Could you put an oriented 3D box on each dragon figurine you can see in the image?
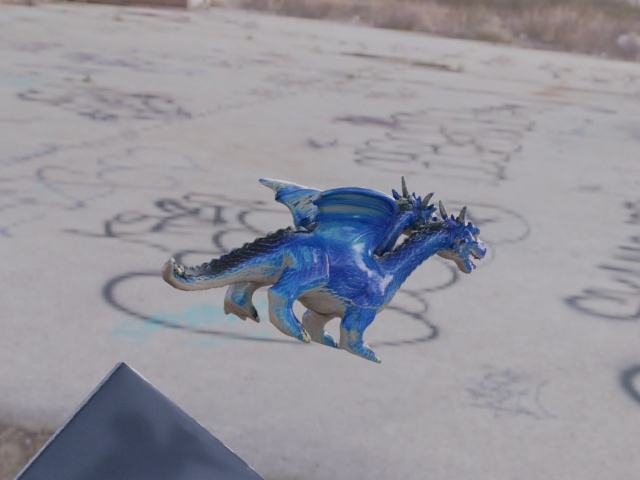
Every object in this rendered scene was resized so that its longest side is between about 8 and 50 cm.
[{"bbox_3d":[0.000,0.000,0.836,0.289,0.144,0.085,20,-5,-40],"label":"dragon figurine"}]

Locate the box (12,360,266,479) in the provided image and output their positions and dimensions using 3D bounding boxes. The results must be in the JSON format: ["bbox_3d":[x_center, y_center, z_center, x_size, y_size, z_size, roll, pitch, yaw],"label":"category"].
[{"bbox_3d":[-0.234,0.309,1.022,0.183,0.294,0.296,40,53,-1],"label":"box"}]
